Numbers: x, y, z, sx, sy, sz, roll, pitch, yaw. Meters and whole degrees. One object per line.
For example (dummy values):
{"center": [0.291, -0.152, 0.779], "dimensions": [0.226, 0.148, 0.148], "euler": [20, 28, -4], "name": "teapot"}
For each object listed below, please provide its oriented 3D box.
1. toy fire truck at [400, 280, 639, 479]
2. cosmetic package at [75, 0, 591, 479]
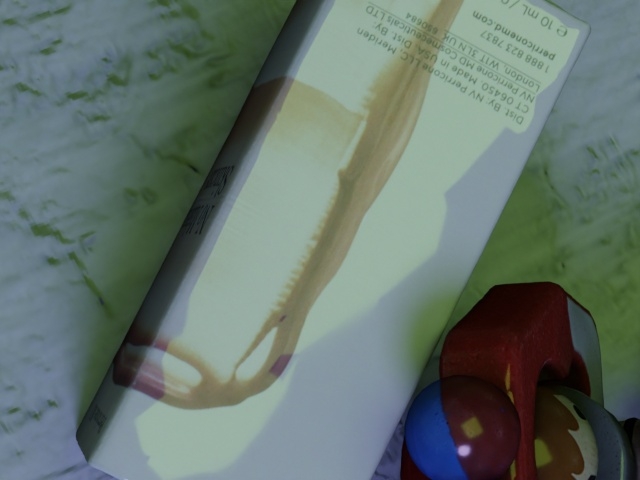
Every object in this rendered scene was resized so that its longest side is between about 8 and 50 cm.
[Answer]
{"center": [0.106, 0.164, 0.836], "dimensions": [0.169, 0.254, 0.302], "euler": [-5, 75, 20], "name": "toy fire truck"}
{"center": [0.000, 0.000, 0.882], "dimensions": [0.129, 0.153, 0.296], "euler": [27, 84, -10], "name": "cosmetic package"}
